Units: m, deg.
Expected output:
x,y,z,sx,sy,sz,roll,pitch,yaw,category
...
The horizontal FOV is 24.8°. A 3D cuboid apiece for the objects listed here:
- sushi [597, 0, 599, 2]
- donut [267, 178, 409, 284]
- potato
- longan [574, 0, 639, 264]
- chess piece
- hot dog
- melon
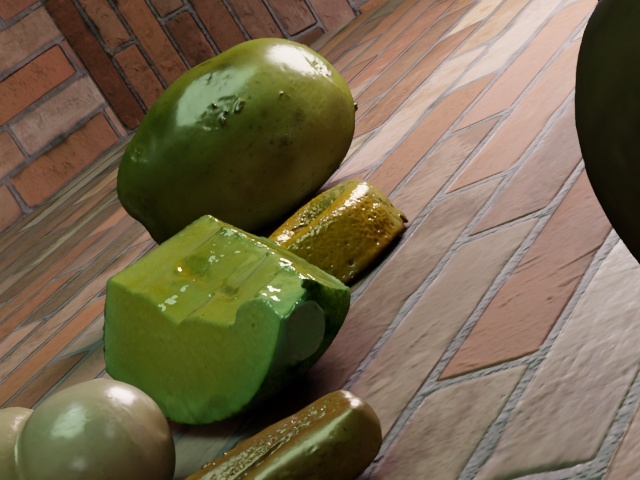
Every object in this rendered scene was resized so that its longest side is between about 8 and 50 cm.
x,y,z,sx,sy,sz,roll,pitch,yaw,category
0.257,-0.193,0.932,0.064,0.343,0.359,-9,3,-25,sushi
0.000,0.000,1.428,0.162,0.065,0.178,-25,16,31,donut
-0.102,-0.114,1.774,0.304,0.216,0.216,-41,12,8,potato
0.254,-0.060,0.600,0.300,0.300,0.243,-25,58,28,longan
-0.254,0.197,1.122,0.300,0.167,0.167,-24,15,17,chess piece
-0.081,0.191,0.918,0.286,0.061,0.088,-33,16,-8,hot dog
-0.067,0.071,1.211,0.196,0.124,0.323,-43,24,-14,melon
